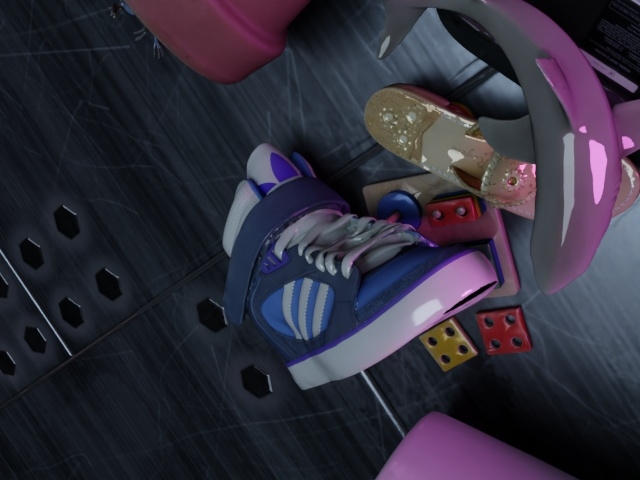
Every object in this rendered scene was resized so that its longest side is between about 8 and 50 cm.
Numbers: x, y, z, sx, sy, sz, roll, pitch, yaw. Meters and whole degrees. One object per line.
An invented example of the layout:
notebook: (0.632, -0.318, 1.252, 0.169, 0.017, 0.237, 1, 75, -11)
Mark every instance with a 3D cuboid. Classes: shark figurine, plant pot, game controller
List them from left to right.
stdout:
plant pot: (-0.050, -0.296, 0.625, 0.229, 0.263, 0.263, -29, 95, 18)
shark figurine: (0.135, -0.119, 0.540, 0.166, 0.116, 0.278, -40, 74, 21)
game controller: (0.228, -0.146, 0.588, 0.319, 0.067, 0.166, 37, 147, 11)

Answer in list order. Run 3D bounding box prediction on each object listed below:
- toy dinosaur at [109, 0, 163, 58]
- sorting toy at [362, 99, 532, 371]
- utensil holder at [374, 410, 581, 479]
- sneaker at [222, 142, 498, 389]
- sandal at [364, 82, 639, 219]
toy dinosaur: (-0.179, -0.239, 0.830, 0.082, 0.047, 0.090, 13, 107, 5)
sorting toy: (0.112, 0.011, 0.760, 0.132, 0.046, 0.274, -9, 106, 33)
utensil holder: (0.205, 0.375, 0.693, 0.385, 0.327, 0.328, 26, 121, 20)
sneaker: (0.000, 0.000, 0.723, 0.236, 0.130, 0.323, 61, 151, 6)
sandal: (0.134, -0.061, 0.644, 0.240, 0.079, 0.088, 24, 123, 19)
